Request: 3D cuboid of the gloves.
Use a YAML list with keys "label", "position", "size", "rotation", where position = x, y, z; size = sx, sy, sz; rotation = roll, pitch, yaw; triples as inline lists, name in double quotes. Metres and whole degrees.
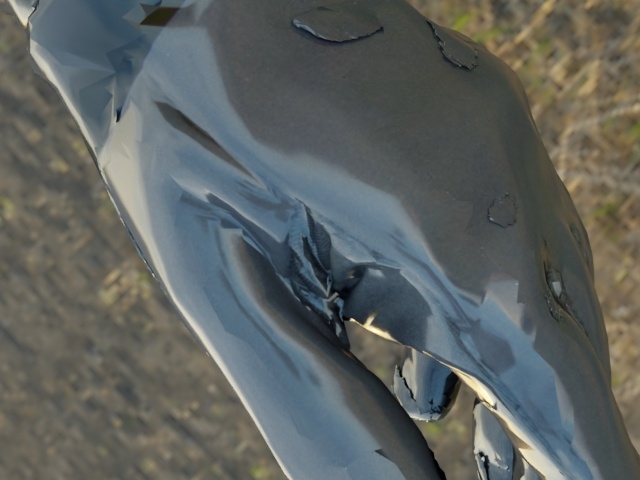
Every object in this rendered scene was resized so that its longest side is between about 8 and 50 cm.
- label: "gloves"
  position: [0.001, -0.008, 0.551]
  size: [0.285, 0.142, 0.119]
  rotation: [51, 140, -1]
